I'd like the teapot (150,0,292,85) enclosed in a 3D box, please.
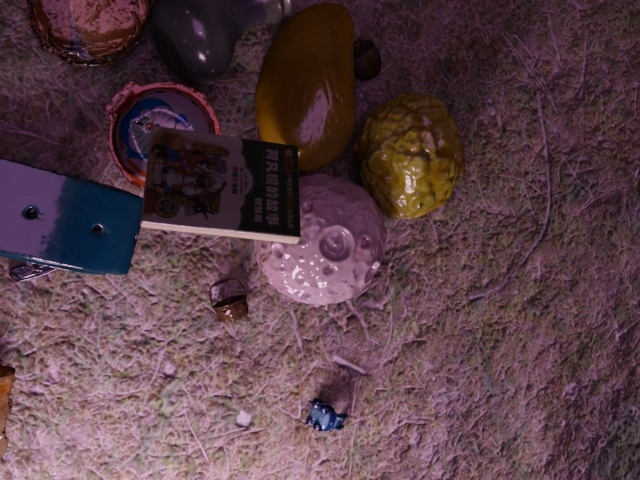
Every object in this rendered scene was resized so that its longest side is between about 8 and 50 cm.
[{"bbox_3d":[-0.181,-0.409,1.325,0.251,0.183,0.183,-35,101,-20],"label":"teapot"}]

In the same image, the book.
[{"bbox_3d":[-0.166,-0.097,1.229,0.264,0.027,0.202,7,57,-15],"label":"book"}]

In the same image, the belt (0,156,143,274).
[{"bbox_3d":[-0.519,-0.058,1.184,0.437,0.300,0.173,19,87,-12],"label":"belt"}]

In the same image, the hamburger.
[{"bbox_3d":[-0.418,-0.428,1.290,0.231,0.107,0.230,-2,96,-18],"label":"hamburger"}]

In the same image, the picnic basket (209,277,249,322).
[{"bbox_3d":[-0.181,0.115,1.403,0.072,0.072,0.083,-19,98,-13],"label":"picnic basket"}]

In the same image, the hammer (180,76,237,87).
[{"bbox_3d":[-0.217,-0.309,1.395,0.110,0.019,0.035,-12,96,-19],"label":"hammer"}]

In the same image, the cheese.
[{"bbox_3d":[-0.254,-0.160,1.335,0.329,0.129,0.217,44,84,-13],"label":"cheese"}]

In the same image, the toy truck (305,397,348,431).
[{"bbox_3d":[0.021,0.368,1.473,0.090,0.073,0.056,23,88,-28],"label":"toy truck"}]

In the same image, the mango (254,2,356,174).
[{"bbox_3d":[-0.030,-0.292,1.379,0.195,0.142,0.331,-1,85,3],"label":"mango"}]

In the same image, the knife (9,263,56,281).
[{"bbox_3d":[-0.520,0.050,1.335,0.121,0.018,0.031,-18,100,-15],"label":"knife"}]

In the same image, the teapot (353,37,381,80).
[{"bbox_3d":[0.067,-0.363,1.452,0.110,0.085,0.080,-24,125,16],"label":"teapot"}]

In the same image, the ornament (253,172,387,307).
[{"bbox_3d":[0.000,0.000,1.361,0.260,0.225,0.259,-1,93,-15],"label":"ornament"}]

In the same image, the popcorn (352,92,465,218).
[{"bbox_3d":[0.187,-0.156,1.415,0.251,0.206,0.236,36,53,-55],"label":"popcorn"}]

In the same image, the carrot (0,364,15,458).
[{"bbox_3d":[-0.621,0.351,1.299,0.102,0.102,0.263,9,97,-15],"label":"carrot"}]
